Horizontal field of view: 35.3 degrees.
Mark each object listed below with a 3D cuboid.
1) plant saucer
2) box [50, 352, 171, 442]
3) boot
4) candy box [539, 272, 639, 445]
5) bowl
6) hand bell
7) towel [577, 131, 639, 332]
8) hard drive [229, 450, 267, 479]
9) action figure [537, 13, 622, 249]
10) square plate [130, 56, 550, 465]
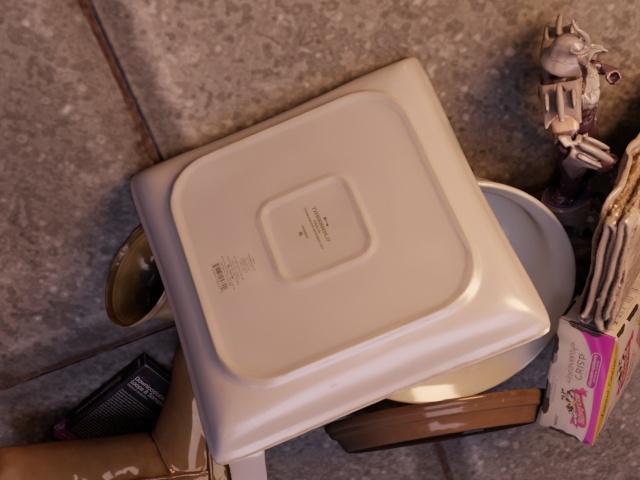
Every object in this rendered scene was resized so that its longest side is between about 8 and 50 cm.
[{"bbox_3d":[0.143,0.224,1.233,0.278,0.041,0.278,-9,165,-2],"label":"plant saucer"},{"bbox_3d":[-0.239,0.224,1.259,0.162,0.029,0.116,-37,123,12],"label":"box"},{"bbox_3d":[-0.247,0.239,1.177,0.269,0.089,0.236,-7,93,-4],"label":"boot"},{"bbox_3d":[0.348,0.112,1.212,0.071,0.233,0.159,20,126,27],"label":"candy box"},{"bbox_3d":[0.131,0.034,1.163,0.298,0.134,0.298,-6,122,-10],"label":"bowl"},{"bbox_3d":[-0.115,0.077,1.171,0.242,0.126,0.126,27,112,-40],"label":"hand bell"},{"bbox_3d":[0.352,-0.049,1.097,0.049,0.282,0.187,22,140,22],"label":"towel"},{"bbox_3d":[-0.241,0.361,1.303,0.353,0.047,0.233,-6,125,-5],"label":"hard drive"},{"bbox_3d":[0.283,-0.121,1.093,0.099,0.185,0.285,7,142,22],"label":"action figure"},{"bbox_3d":[0.000,0.000,1.000,0.344,0.347,0.049,-22,152,1],"label":"square plate"}]
